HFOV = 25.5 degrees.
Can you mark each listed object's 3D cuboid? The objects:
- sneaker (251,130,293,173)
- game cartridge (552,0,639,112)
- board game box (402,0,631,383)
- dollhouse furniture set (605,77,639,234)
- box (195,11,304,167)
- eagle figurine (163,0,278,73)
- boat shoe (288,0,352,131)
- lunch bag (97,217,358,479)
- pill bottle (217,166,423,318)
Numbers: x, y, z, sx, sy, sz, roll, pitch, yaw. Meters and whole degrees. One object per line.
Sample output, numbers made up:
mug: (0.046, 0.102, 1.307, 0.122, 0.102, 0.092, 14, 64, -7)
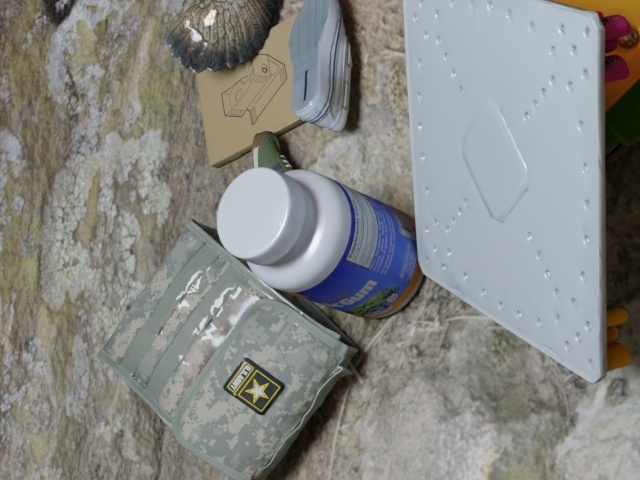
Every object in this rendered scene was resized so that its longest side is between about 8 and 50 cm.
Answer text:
sneaker: (-0.042, -0.067, 1.943, 0.086, 0.064, 0.192, -13, 66, 21)
game cartridge: (0.316, -0.292, 1.637, 0.285, 0.053, 0.323, -32, 77, 10)
board game box: (0.211, -0.090, 1.558, 0.390, 0.050, 0.390, -144, 46, -59)
dollhouse furniture set: (0.439, -0.131, 1.529, 0.301, 0.151, 0.197, -43, 84, -16)
box: (-0.091, -0.216, 2.046, 0.201, 0.021, 0.164, -25, 62, 30)
eagle figurine: (-0.150, -0.416, 2.022, 0.225, 0.226, 0.298, 125, 159, -44)
boat shoe: (0.005, -0.244, 1.948, 0.083, 0.076, 0.226, -22, 48, 40)
lunch bag: (-0.114, 0.153, 1.864, 0.287, 0.169, 0.235, 39, 98, 30)
pill bottle: (0.000, 0.000, 1.748, 0.152, 0.272, 0.152, -12, 70, 35)
